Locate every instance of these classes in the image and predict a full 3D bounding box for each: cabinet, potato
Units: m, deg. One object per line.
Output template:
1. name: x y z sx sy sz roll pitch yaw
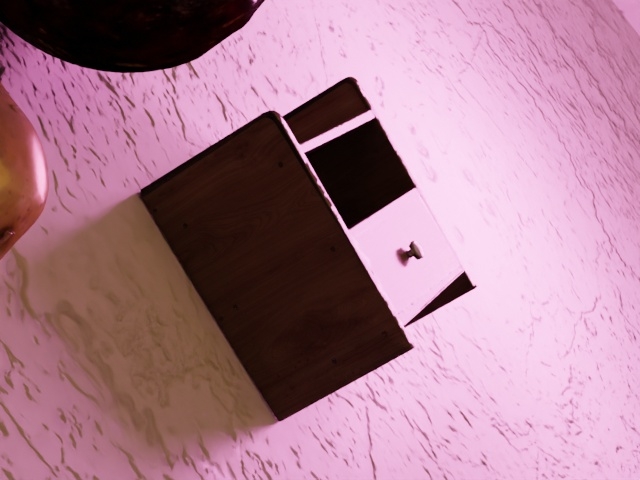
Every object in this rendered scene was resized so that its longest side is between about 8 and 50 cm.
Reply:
1. cabinet: 0.000 0.000 1.386 0.215 0.148 0.175 60 27 -1
2. potato: -0.243 -0.057 1.085 0.178 0.118 0.109 59 -13 29

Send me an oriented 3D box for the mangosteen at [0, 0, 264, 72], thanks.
1. mangosteen: -0.173 -0.278 1.232 0.360 0.306 0.306 7 55 -33
